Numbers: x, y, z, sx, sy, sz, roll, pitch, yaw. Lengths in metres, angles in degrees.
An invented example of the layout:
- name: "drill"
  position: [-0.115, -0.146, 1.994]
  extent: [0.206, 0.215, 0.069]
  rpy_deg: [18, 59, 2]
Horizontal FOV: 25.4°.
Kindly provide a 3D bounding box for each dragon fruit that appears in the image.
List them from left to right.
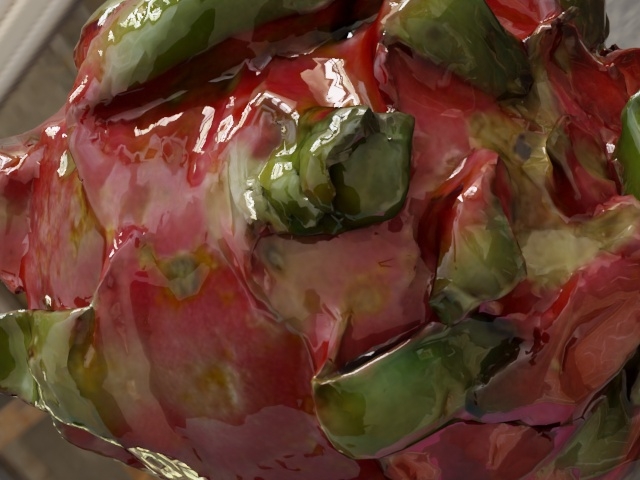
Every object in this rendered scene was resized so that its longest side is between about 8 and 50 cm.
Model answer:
- name: "dragon fruit"
  position: [0.007, -0.010, 0.516]
  extent: [0.231, 0.237, 0.302]
  rpy_deg: [31, -1, -25]
